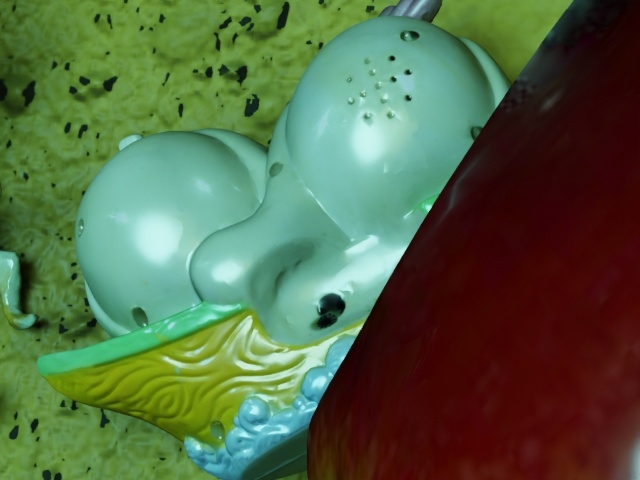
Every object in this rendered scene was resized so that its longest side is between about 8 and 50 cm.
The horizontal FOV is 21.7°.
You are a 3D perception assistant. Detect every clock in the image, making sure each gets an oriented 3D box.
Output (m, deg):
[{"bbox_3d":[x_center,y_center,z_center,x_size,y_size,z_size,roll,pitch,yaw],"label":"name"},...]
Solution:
[{"bbox_3d":[0.000,0.000,0.612,0.231,0.103,0.144,-26,69,5],"label":"clock"}]

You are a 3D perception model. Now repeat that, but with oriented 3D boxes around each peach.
[{"bbox_3d":[0.164,0.061,0.424,0.310,0.335,0.406,40,92,11],"label":"peach"}]

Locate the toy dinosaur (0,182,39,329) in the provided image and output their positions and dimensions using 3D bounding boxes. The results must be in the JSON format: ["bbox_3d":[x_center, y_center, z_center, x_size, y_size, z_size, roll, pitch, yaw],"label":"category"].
[{"bbox_3d":[-0.188,-0.026,0.706,0.212,0.057,0.142,32,105,31],"label":"toy dinosaur"}]
